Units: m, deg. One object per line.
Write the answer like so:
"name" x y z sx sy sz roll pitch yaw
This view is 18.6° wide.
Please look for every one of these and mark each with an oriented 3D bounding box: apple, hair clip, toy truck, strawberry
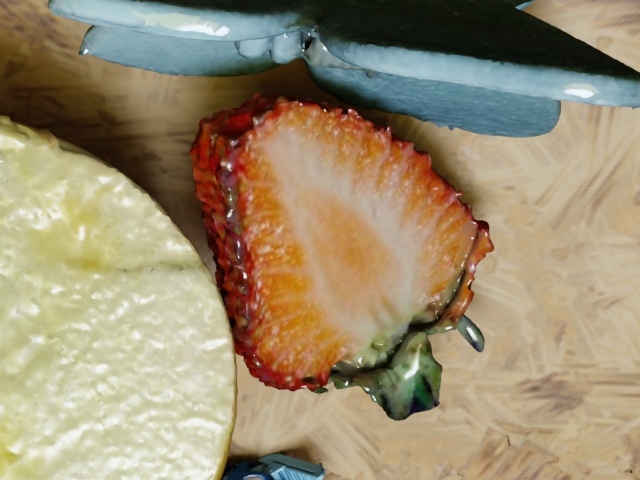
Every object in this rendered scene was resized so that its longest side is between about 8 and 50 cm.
"apple" -0.206 0.080 1.262 0.309 0.252 0.314 26 134 -9
"hair clip" 0.021 -0.200 1.125 0.318 0.392 0.238 7 91 0
"toy truck" -0.032 0.184 1.416 0.090 0.073 0.056 -23 114 12
"strawberry" 0.000 0.000 1.288 0.188 0.106 0.286 -42 130 -12
